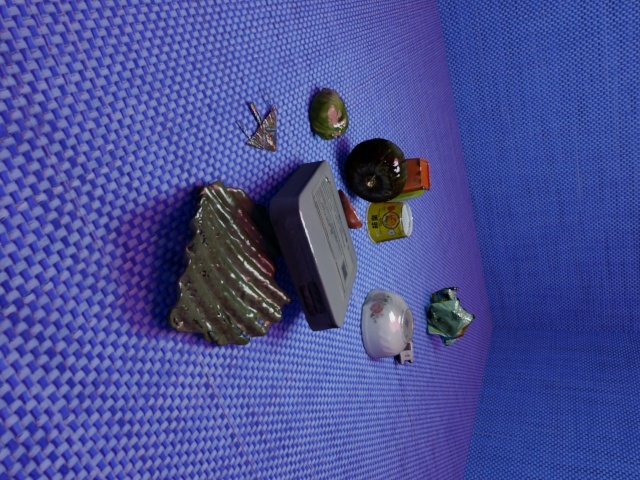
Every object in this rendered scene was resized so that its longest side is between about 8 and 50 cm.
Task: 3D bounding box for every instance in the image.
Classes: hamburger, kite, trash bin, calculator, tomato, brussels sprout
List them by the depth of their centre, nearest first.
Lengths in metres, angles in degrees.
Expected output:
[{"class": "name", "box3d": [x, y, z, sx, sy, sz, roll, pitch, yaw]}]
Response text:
[{"class": "kite", "box3d": [-0.154, -0.304, 1.201, 0.183, 0.010, 0.160, -64, 142, -35]}, {"class": "brussels sprout", "box3d": [0.029, -0.413, 1.450, 0.139, 0.100, 0.181, 10, 89, -39]}, {"class": "tomato", "box3d": [0.079, -0.096, 1.497, 0.156, 0.069, 0.155, 59, 2, -3]}, {"class": "trash bin", "box3d": [0.296, -0.248, 1.732, 0.184, 0.238, 0.162, -3, 89, -57]}, {"class": "calculator", "box3d": [0.372, 0.413, 1.977, 0.177, 0.040, 0.269, 21, 68, -57]}, {"class": "hamburger", "box3d": [0.637, 0.387, 2.288, 0.150, 0.261, 0.276, -9, 60, -36]}]

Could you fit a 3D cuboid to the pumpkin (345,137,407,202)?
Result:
[{"class": "pumpkin", "box3d": [0.194, -0.244, 1.575, 0.159, 0.237, 0.238, -42, 122, -47]}]

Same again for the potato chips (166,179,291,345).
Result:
[{"class": "potato chips", "box3d": [-0.194, 0.048, 1.006, 0.389, 0.097, 0.374, 32, 57, -61]}]

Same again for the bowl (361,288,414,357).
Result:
[{"class": "bowl", "box3d": [0.276, 0.327, 1.732, 0.277, 0.145, 0.277, 5, 84, -60]}]

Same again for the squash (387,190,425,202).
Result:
[{"class": "squash", "box3d": [0.362, -0.211, 1.891, 0.095, 0.187, 0.095, 18, 69, -59]}]

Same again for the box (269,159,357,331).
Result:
[{"class": "box", "box3d": [-0.001, 0.001, 1.274, 0.397, 0.111, 0.396, -63, 140, -61]}]

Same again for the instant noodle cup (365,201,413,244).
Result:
[{"class": "instant noodle cup", "box3d": [0.284, -0.078, 1.784, 0.182, 0.144, 0.183, 13, 75, -58]}]
